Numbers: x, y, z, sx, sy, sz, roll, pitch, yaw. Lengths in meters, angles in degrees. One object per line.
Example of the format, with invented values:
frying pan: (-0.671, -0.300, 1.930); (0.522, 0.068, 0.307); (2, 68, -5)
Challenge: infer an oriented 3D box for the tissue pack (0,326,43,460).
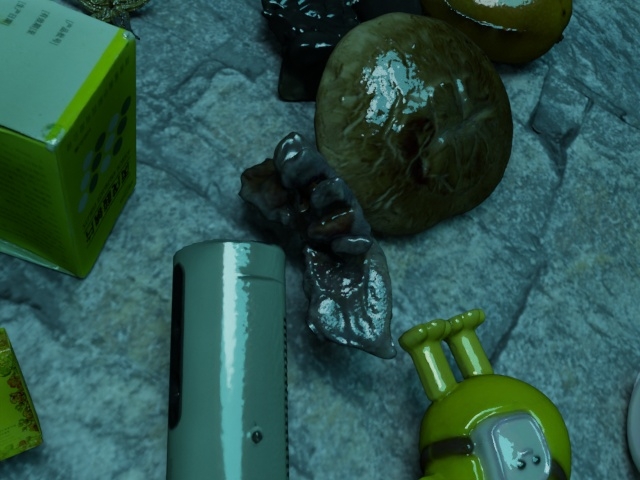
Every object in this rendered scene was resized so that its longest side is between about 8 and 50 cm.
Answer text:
tissue pack: (-0.330, 0.150, 0.546); (0.176, 0.062, 0.095); (-18, 110, -24)

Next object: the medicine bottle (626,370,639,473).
medicine bottle: (0.501, 0.222, 0.719); (0.293, 0.170, 0.170); (16, 58, -6)

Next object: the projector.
projector: (-0.077, 0.171, 0.579); (0.108, 0.108, 0.337); (3, 71, -15)

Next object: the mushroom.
mushroom: (0.116, -0.131, 0.798); (0.278, 0.146, 0.278); (-2, 93, -34)

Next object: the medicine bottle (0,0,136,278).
medicine bottle: (-0.258, -0.088, 0.621); (0.141, 0.250, 0.137); (19, 59, -3)

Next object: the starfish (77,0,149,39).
starfish: (-0.256, -0.297, 0.858); (0.130, 0.041, 0.133); (-25, 77, -18)

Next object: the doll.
doll: (0.172, 0.246, 0.623); (0.199, 0.145, 0.363); (-8, 69, -35)

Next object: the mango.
mango: (0.249, -0.345, 0.984); (0.236, 0.136, 0.166); (19, 58, -2)

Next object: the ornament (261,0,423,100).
ornament: (0.031, -0.314, 0.930); (0.251, 0.106, 0.260); (-4, 58, -22)

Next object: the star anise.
star anise: (0.002, 0.004, 0.690); (0.111, 0.198, 0.257); (-28, 85, -6)
